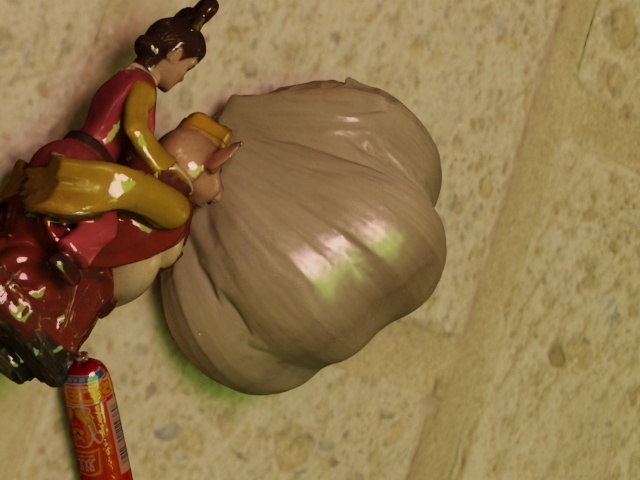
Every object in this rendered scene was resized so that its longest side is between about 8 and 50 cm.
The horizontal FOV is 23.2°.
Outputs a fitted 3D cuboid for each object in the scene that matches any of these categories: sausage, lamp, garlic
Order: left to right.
[{"bbox_3d":[-0.141,0.130,0.997,0.034,0.034,0.129,-20,108,-35],"label":"sausage"},{"bbox_3d":[-0.124,-0.029,0.941,0.253,0.118,0.118,-52,123,-25],"label":"lamp"},{"bbox_3d":[0.000,0.000,1.027,0.178,0.143,0.229,42,79,-35],"label":"garlic"}]
